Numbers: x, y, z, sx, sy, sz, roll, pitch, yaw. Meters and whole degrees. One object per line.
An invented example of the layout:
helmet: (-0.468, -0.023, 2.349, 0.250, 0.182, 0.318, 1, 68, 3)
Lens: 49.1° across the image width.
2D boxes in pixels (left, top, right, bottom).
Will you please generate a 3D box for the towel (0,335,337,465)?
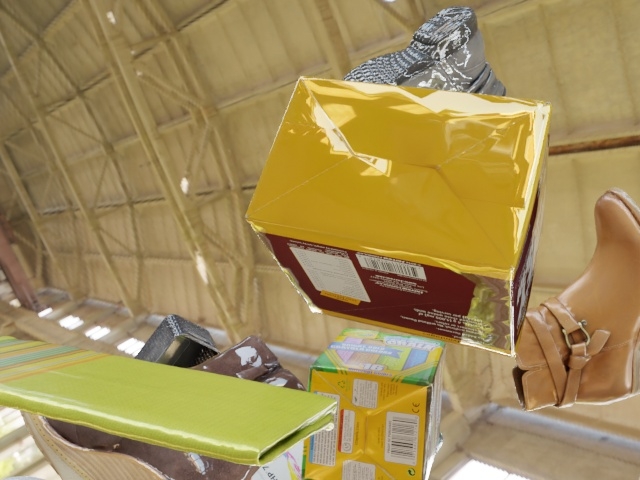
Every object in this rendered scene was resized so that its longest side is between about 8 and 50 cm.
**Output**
towel: (-0.117, 0.083, 0.375, 0.237, 0.102, 0.021, 5, -87, 21)

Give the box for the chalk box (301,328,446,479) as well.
chalk box: (0.071, 0.183, 0.811, 0.132, 0.213, 0.132, 5, -83, 14)

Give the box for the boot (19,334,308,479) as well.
boot: (-0.143, 0.150, 0.637, 0.248, 0.207, 0.090, 37, -30, 39)

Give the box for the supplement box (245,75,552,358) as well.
supplement box: (0.075, -0.013, 0.566, 0.191, 0.129, 0.194, 11, -22, 20)

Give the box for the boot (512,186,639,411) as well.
boot: (0.346, 0.086, 0.951, 0.109, 0.220, 0.283, -76, 153, -82)

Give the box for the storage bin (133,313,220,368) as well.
storage bin: (-0.311, 0.261, 1.470, 0.122, 0.180, 0.084, 35, 5, -35)

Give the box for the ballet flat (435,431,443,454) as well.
ballet flat: (0.226, 0.528, 1.717, 0.074, 0.074, 0.203, 53, -47, 14)

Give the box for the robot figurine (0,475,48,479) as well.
robot figurine: (-0.407, 0.452, 0.929, 0.353, 0.300, 0.200, -148, -119, -64)

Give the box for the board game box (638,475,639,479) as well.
board game box: (0.467, 0.363, 0.866, 0.305, 0.193, 0.053, 30, -11, -37)

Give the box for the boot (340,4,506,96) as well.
boot: (0.183, -0.250, 1.295, 0.223, 0.338, 0.118, 56, 3, -38)

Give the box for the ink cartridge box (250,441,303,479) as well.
ink cartridge box: (-0.055, 0.349, 0.995, 0.134, 0.231, 0.078, 51, -37, 14)
